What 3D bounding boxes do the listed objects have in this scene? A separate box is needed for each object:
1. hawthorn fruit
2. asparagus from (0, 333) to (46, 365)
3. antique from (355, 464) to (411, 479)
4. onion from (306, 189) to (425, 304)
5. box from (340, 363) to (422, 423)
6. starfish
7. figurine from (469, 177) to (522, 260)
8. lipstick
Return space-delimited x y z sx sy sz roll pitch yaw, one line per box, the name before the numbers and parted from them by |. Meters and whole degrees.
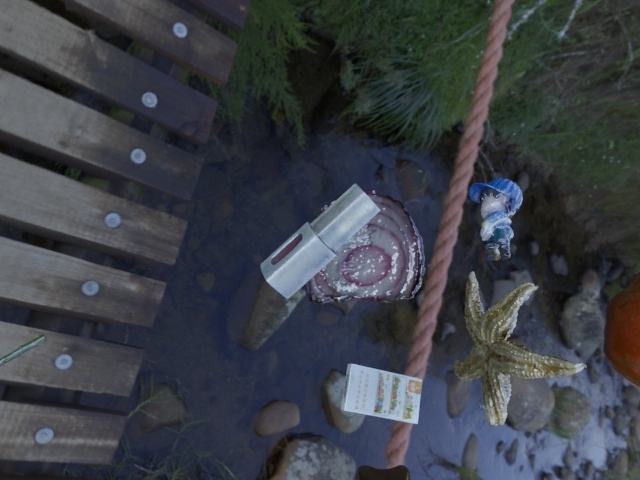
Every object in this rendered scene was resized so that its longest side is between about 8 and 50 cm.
hawthorn fruit | 0.448 0.109 0.551 0.189 0.189 0.189 3 86 -41
asparagus | -0.500 0.196 0.701 0.162 0.016 0.016 -36 140 -17
antique | 0.137 0.555 0.898 0.121 0.257 0.144 1 104 -6
onion | 0.123 0.024 1.111 0.146 0.314 0.280 23 68 -53
box | 0.168 0.412 1.231 0.220 0.032 0.122 17 70 -16
starfish | 0.262 0.155 0.683 0.062 0.277 0.236 1 75 -12
figurine | 0.289 -0.040 0.730 0.077 0.079 0.136 50 31 -50
lipstick | 0.000 0.000 0.898 0.253 0.079 0.077 -41 121 7
